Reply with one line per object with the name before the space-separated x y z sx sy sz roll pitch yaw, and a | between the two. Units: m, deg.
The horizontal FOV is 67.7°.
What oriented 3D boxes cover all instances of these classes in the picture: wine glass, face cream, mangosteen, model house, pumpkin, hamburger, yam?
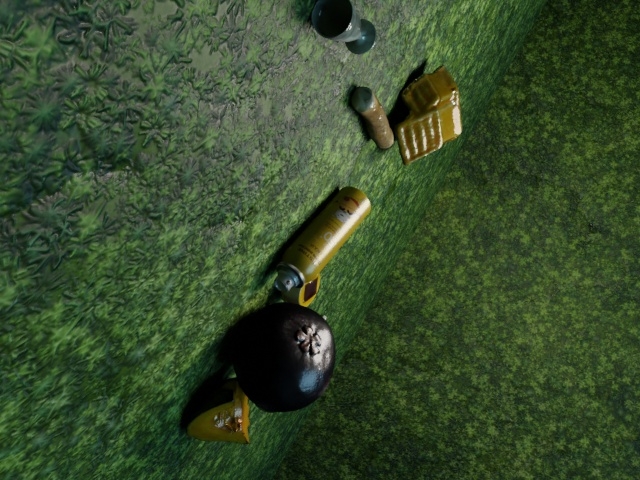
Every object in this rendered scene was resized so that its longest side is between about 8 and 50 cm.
wine glass | 0.048 -0.372 0.836 0.073 0.073 0.155 -65 162 16
face cream | 0.000 0.000 1.241 0.348 0.105 0.104 -49 159 -31
mangosteen | -0.108 0.307 1.222 0.275 0.275 0.302 -41 177 -46
model house | 0.294 -0.360 1.437 0.239 0.174 0.267 -33 119 -31
pumpkin | -0.271 0.438 1.248 0.150 0.130 0.253 -11 137 -5
hamburger | -0.060 0.127 1.320 0.126 0.082 0.141 -47 146 -42
yam | 0.137 -0.305 1.204 0.066 0.066 0.300 -61 161 1

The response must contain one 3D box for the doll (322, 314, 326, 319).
doll | -0.069 0.380 1.653 0.293 0.119 0.138 -54 170 1
